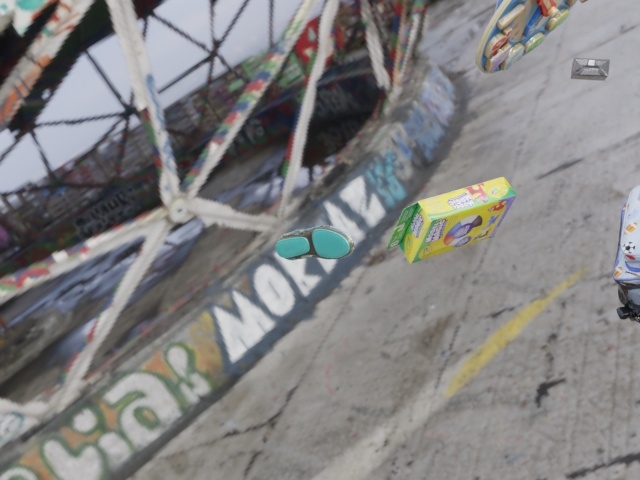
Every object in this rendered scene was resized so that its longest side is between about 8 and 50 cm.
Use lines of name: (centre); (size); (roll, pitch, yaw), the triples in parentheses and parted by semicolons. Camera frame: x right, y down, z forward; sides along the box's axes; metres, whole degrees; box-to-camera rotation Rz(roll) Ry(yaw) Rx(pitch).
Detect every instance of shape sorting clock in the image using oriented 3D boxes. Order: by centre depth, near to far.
shape sorting clock: (0.257, -0.272, 1.017); (0.206, 0.040, 0.206); (-35, -18, -13)

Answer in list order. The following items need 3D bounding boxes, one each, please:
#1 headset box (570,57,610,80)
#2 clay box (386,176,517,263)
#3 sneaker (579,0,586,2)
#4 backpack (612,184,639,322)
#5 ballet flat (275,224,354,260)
headset box: (0.485, -0.308, 1.598); (0.062, 0.032, 0.083); (6, 4, 12)
clay box: (0.233, -0.032, 1.586); (0.222, 0.053, 0.127); (-18, -31, -25)
sneaker: (0.373, -0.364, 1.217); (0.032, 0.037, 0.083); (-33, -17, -23)
backpack: (0.719, 0.009, 1.734); (0.263, 0.213, 0.277); (1, 56, 27)
ballet flat: (0.000, 0.000, 1.649); (0.188, 0.070, 0.070); (0, 33, 40)
